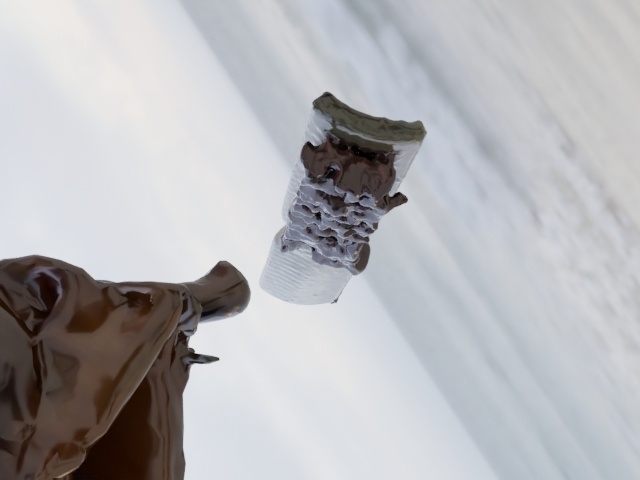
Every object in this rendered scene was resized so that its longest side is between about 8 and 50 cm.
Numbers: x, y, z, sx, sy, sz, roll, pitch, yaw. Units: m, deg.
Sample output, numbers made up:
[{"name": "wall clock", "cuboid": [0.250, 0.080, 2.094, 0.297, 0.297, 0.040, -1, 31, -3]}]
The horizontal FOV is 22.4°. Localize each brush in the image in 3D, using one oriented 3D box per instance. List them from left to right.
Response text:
[{"name": "brush", "cuboid": [0.000, 0.000, 0.652, 0.043, 0.036, 0.248, 20, 164, -2]}]

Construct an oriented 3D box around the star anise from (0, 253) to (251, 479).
[{"name": "star anise", "cuboid": [-0.114, 0.089, 0.315, 0.126, 0.190, 0.220, 13, -175, 32]}]
